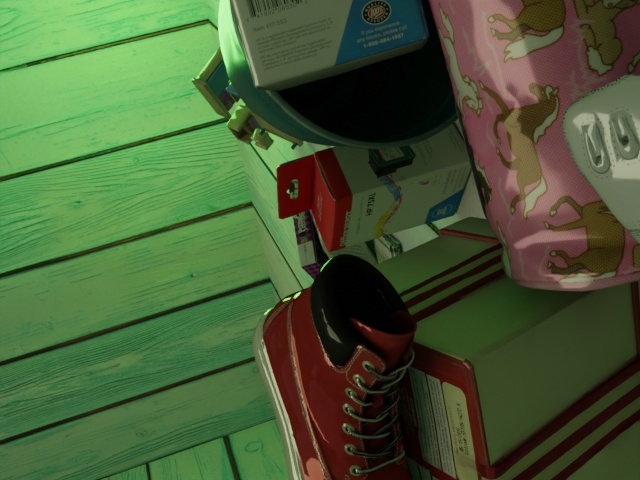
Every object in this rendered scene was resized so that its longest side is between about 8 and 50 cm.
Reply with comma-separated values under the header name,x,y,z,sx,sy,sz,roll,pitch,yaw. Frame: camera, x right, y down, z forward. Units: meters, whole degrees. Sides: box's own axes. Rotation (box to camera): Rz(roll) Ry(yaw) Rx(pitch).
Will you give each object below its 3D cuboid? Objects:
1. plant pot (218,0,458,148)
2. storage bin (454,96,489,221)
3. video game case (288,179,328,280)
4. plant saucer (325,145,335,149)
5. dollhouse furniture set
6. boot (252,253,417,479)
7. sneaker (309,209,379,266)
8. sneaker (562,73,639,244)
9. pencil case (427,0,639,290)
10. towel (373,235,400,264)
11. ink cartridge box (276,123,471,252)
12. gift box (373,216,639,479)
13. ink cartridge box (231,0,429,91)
name,x,y,z,sx,sy,sz,roll,pitch,yaw
plant pot,0.009,-0.225,0.784,0.255,0.271,0.272,-173,66,-70
storage bin,0.196,-0.089,0.650,0.091,0.098,0.135,-7,101,51
video game case,0.000,0.000,1.556,0.232,0.041,0.210,49,-153,-60
plant saucer,0.051,-0.165,1.361,0.195,0.037,0.195,164,90,-78
dollhouse furniture set,-0.105,-0.354,1.792,0.303,0.198,0.286,27,166,32
boot,0.038,0.139,0.532,0.244,0.088,0.176,66,150,11
sneaker,0.047,0.004,1.451,0.282,0.102,0.161,74,175,-46
sneaker,0.207,-0.105,0.300,0.210,0.137,0.366,18,130,56
pencil case,0.162,-0.156,0.508,0.167,0.160,0.386,-67,-38,-84
towel,0.132,0.054,1.345,0.113,0.023,0.152,-124,18,-64
ink cartridge box,0.064,-0.064,0.932,0.134,0.231,0.078,92,158,-61
gift box,0.177,0.134,0.645,0.276,0.258,0.255,20,127,52
ink cartridge box,-0.005,-0.229,0.576,0.082,0.139,0.191,-49,-56,-80
